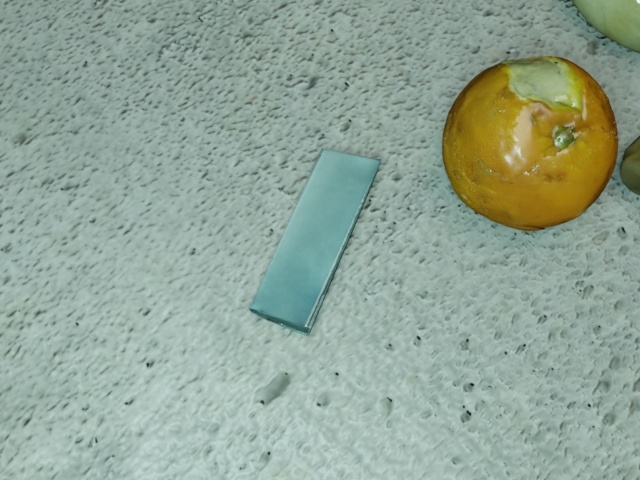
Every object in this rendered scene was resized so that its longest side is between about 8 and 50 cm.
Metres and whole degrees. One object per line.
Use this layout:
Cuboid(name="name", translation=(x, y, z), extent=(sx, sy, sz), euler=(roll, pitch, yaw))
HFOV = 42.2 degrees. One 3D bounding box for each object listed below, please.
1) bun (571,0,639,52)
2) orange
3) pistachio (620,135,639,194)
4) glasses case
Cuboid(name="bun", translation=(0.562, -0.471, 1.275), extent=(0.364, 0.202, 0.364), euler=(1, 74, -4))
Cuboid(name="orange", translation=(0.287, -0.132, 1.141), extent=(0.240, 0.240, 0.240), euler=(1, 72, -2))
Cuboid(name="pistachio", translation=(0.530, -0.114, 1.207), extent=(0.185, 0.124, 0.124), euler=(6, 72, -7))
Cuboid(name="glasses case", translation=(0.000, 0.000, 1.181), extent=(0.105, 0.056, 0.266), euler=(14, 70, 27))
